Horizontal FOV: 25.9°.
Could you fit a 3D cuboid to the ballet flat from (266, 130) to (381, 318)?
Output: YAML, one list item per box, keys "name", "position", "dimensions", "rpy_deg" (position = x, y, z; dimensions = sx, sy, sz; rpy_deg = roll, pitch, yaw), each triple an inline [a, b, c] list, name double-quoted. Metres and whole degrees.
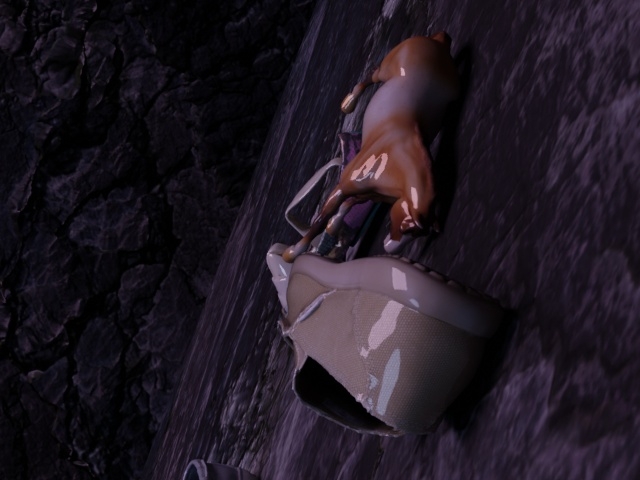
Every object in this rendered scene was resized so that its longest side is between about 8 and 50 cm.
- name: "ballet flat"
  position: [0.000, 0.000, 1.241]
  dimensions: [0.077, 0.079, 0.221]
  rpy_deg: [-86, 18, -69]

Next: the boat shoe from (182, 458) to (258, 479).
- name: "boat shoe"
  position: [-0.106, 0.267, 1.240]
  dimensions: [0.227, 0.081, 0.079]
  rpy_deg: [-90, 22, -71]

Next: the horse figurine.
- name: "horse figurine"
  position: [0.056, -0.084, 1.092]
  dimensions: [0.174, 0.066, 0.263]
  rpy_deg: [-39, 22, 51]

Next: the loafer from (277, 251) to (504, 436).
- name: "loafer"
  position: [0.022, 0.064, 0.827]
  dimensions: [0.092, 0.102, 0.268]
  rpy_deg: [-64, 7, -10]
